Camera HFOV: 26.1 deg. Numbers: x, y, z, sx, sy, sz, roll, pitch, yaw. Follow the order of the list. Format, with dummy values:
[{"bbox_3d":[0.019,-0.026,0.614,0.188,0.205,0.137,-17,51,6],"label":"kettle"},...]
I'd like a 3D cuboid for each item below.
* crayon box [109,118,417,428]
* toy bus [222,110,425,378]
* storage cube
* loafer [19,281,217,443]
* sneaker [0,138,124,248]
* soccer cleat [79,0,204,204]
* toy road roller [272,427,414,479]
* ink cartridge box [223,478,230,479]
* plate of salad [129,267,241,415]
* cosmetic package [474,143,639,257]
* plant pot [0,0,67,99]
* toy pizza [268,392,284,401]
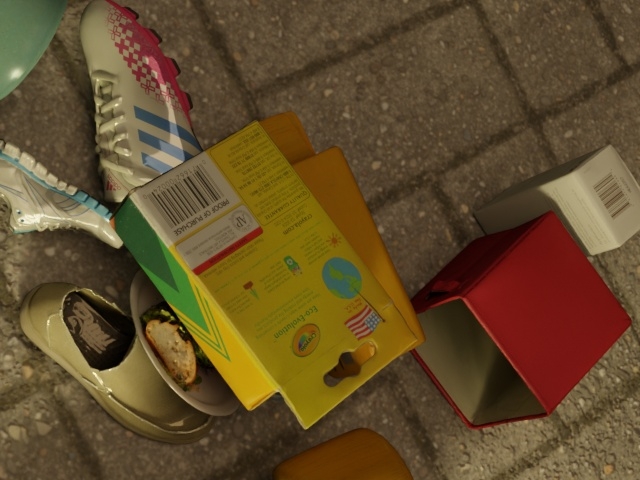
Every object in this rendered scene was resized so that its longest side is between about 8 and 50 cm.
[{"bbox_3d":[-0.062,0.045,1.554,0.202,0.081,0.318,-33,85,-36],"label":"crayon box"},{"bbox_3d":[0.000,0.000,1.713,0.108,0.130,0.332,-25,91,-29],"label":"toy bus"},{"bbox_3d":[0.246,0.106,1.785,0.193,0.184,0.215,-42,98,-29],"label":"storage cube"},{"bbox_3d":[-0.225,0.143,1.590,0.268,0.092,0.102,37,65,-15],"label":"loafer"},{"bbox_3d":[-0.317,-0.033,1.604,0.191,0.071,0.083,32,73,-8],"label":"sneaker"},{"bbox_3d":[-0.218,-0.126,1.639,0.143,0.116,0.331,-31,94,-29],"label":"soccer cleat"},{"bbox_3d":[0.063,0.361,1.559,0.202,0.329,0.240,-22,111,-28],"label":"toy road roller"},{"bbox_3d":[-0.122,0.399,1.526,0.154,0.093,0.212,-26,125,-36],"label":"ink cartridge box"},{"bbox_3d":[-0.146,0.111,1.607,0.200,0.048,0.200,46,24,-27],"label":"plate of salad"},{"bbox_3d":[0.318,-0.034,1.823,0.085,0.231,0.117,-35,96,-28],"label":"cosmetic package"},{"bbox_3d":[-0.425,-0.284,1.500,0.255,0.272,0.271,34,65,-32],"label":"plant pot"},{"bbox_3d":[-0.087,0.101,1.649,0.201,0.032,0.201,51,26,-36],"label":"toy pizza"}]
